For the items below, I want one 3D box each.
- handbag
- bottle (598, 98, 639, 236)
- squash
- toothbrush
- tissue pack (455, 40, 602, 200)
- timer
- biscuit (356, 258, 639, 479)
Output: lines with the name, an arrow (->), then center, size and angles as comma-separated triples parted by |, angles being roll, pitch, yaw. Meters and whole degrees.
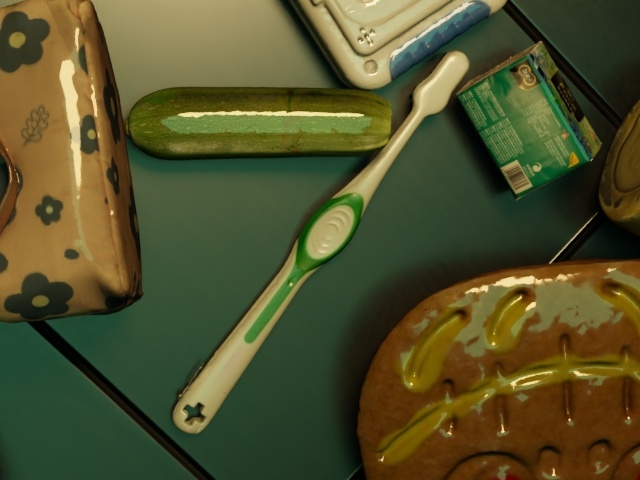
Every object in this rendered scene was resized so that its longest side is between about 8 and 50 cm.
handbag -> -0.252, -0.055, 1.179 | 0.193, 0.190, 0.252 | -9, 88, -4
bottle -> 0.441, -0.017, 1.320 | 0.351, 0.171, 0.172 | 27, 88, -12
squash -> -0.053, -0.101, 1.265 | 0.228, 0.066, 0.066 | 0, 94, -4
toothbrush -> 0.001, 0.001, 1.301 | 0.042, 0.040, 0.418 | 37, 86, -12
tissue pack -> 0.189, -0.111, 1.317 | 0.085, 0.079, 0.111 | -28, 99, 28
timer -> 0.038, -0.272, 1.272 | 0.178, 0.078, 0.253 | -35, 100, -6
biscuit -> 0.233, 0.182, 1.305 | 0.394, 0.070, 0.350 | -10, 109, -1
